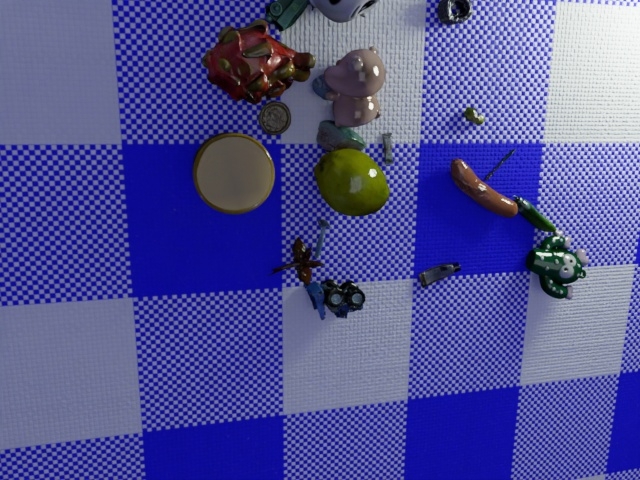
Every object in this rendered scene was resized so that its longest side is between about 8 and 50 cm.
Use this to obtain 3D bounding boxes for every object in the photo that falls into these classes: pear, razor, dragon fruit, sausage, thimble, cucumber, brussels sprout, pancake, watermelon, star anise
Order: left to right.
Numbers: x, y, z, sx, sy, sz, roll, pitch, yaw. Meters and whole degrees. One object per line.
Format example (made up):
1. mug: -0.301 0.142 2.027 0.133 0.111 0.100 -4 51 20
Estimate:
1. dragon fruit: -0.191 -0.523 1.628 0.307 0.227 0.243 28 97 -32
2. pancake: -0.150 -0.401 1.767 0.115 0.011 0.114 -3 101 -14
3. star anise: -0.090 0.082 1.837 0.144 0.158 0.140 -12 143 -38
4. razor: 0.000 0.000 1.879 0.040 0.068 0.135 9 111 -14
5. watermelon: 0.076 -0.340 1.821 0.180 0.081 0.094 9 126 -10
6. pear: 0.104 -0.188 1.778 0.269 0.212 0.212 30 94 -23
7. thimble: 0.451 -0.776 1.807 0.104 0.066 0.095 -24 108 -11
8. brussels sprout: 0.551 -0.440 1.916 0.083 0.046 0.051 24 54 -18
9. sausage: 0.588 -0.183 1.969 0.327 0.079 0.087 33 104 -17
10. cucumber: 0.809 -0.099 2.058 0.250 0.056 0.056 37 92 -19

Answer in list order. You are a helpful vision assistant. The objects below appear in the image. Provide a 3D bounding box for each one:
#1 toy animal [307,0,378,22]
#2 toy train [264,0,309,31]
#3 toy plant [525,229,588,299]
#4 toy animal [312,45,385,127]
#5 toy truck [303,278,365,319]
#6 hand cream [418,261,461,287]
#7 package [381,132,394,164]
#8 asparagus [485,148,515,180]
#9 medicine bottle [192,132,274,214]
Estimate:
1. toy animal: 0.098 -0.814 1.619 0.251 0.251 0.310 34 82 -19
2. toy train: -0.099 -0.735 1.676 0.099 0.070 0.172 38 90 -26
3. toy plant: 0.928 0.098 2.098 0.243 0.112 0.232 41 84 -4
4. toy animal: 0.113 -0.475 1.716 0.230 0.210 0.221 -28 102 29
5. toy truck: 0.044 0.210 1.902 0.208 0.113 0.126 6 102 -14
6. hand cream: 0.449 0.124 2.027 0.163 0.039 0.062 -20 108 -3
7. package: 0.236 -0.320 1.881 0.037 0.015 0.110 -8 103 -7
8. asparagus: 0.669 -0.283 2.000 0.166 0.013 0.016 -45 98 -2
9. medicine bottle: -0.273 -0.214 1.662 0.238 0.232 0.237 -3 103 -12
